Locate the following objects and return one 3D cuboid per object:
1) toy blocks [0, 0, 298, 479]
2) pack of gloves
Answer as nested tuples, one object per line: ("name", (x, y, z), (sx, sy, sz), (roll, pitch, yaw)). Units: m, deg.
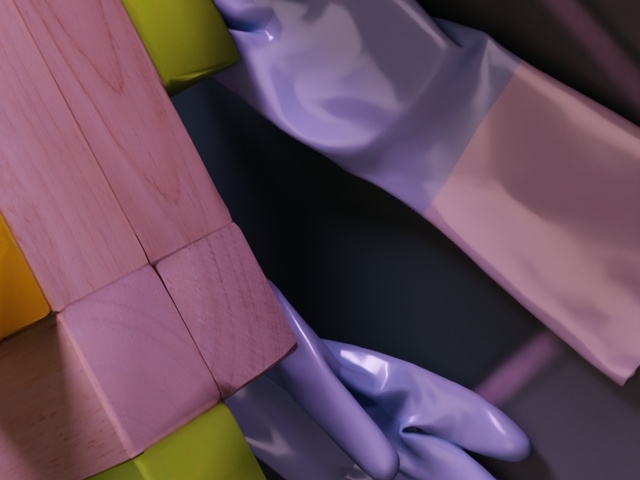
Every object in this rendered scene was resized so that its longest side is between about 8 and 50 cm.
("toy blocks", (-0.190, -0.031, 0.661), (0.261, 0.191, 0.381), (-26, 92, 35))
("pack of gloves", (0.000, 0.000, 0.676), (0.232, 0.046, 0.195), (36, 116, 10))
